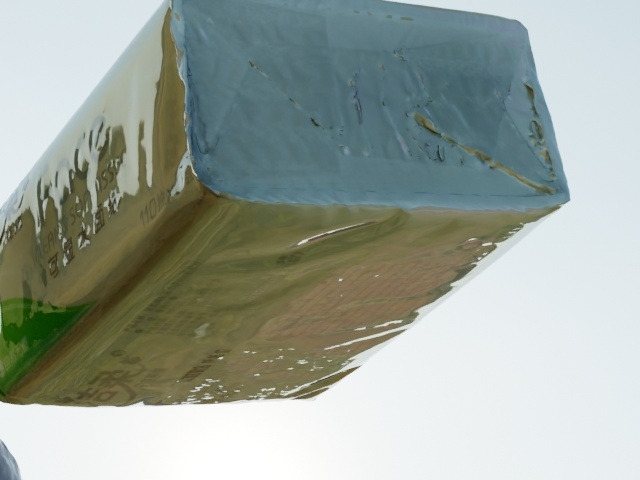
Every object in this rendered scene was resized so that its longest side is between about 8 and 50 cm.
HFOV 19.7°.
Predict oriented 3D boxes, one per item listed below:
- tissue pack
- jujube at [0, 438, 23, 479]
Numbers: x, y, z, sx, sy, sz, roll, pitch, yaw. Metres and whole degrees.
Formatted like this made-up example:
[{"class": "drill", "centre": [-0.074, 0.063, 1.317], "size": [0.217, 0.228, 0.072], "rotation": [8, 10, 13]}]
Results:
[{"class": "tissue pack", "centre": [-0.053, -0.021, 1.480], "size": [0.331, 0.205, 0.405], "rotation": [3, -26, -31]}, {"class": "jujube", "centre": [-0.516, 0.277, 2.184], "size": [0.276, 0.276, 0.377], "rotation": [7, -31, 30]}]
